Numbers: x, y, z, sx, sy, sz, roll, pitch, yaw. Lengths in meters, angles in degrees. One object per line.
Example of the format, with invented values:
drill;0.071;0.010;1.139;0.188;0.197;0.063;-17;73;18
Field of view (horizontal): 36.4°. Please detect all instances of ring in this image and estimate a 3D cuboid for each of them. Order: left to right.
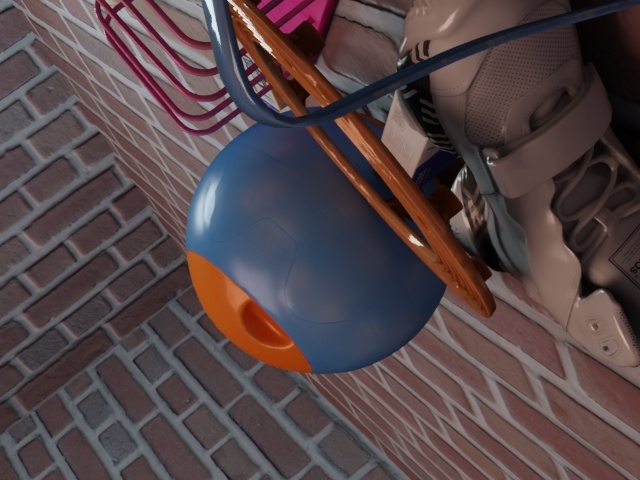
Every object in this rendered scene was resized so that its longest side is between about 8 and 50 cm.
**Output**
ring;0.028;-0.077;0.751;0.336;0.032;0.336;49;-179;-1

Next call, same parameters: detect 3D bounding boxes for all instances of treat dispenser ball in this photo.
treat dispenser ball;0.000;0.000;1.050;0.288;0.288;0.288;48;167;15

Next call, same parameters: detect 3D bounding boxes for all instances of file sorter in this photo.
file sorter;-0.119;-0.254;0.993;0.202;0.182;0.290;50;167;3

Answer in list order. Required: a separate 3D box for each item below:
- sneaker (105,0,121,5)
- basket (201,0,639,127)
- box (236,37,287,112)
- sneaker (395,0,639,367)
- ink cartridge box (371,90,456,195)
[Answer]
sneaker;-0.310;-0.407;1.477;0.091;0.094;0.258;37;179;-25
basket;0.041;-0.218;0.422;0.201;0.255;0.288;5;115;65
box;-0.083;-0.230;1.285;0.081;0.028;0.136;40;165;40
sneaker;0.181;-0.044;0.669;0.210;0.137;0.366;43;170;31
ink cartridge box;0.103;-0.108;0.829;0.046;0.097;0.207;48;166;10
